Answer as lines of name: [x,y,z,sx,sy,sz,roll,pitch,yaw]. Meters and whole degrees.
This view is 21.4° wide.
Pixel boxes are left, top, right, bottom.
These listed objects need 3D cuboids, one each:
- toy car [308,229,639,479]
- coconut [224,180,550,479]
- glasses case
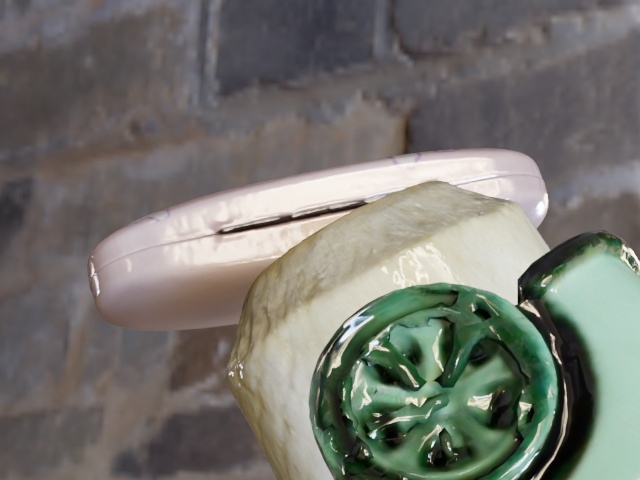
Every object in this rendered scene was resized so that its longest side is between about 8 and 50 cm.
toy car: [0.003,0.142,0.360,0.125,0.306,0.136,32,161,28]
coconut: [0.064,0.089,0.928,0.202,0.222,0.202,-31,171,-5]
glasses case: [0.000,0.000,1.079,0.297,0.075,0.113,-12,162,-11]
